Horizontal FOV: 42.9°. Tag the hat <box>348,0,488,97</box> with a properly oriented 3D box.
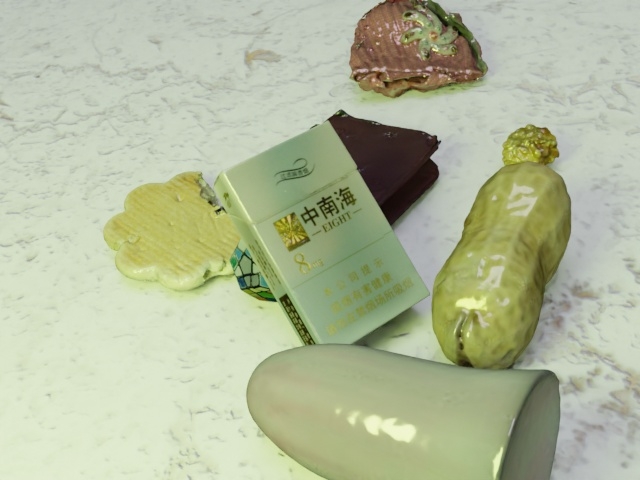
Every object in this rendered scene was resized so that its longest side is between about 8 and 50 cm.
[{"bbox_3d":[0.157,-0.366,1.446,0.236,0.107,0.286,-1,43,-6],"label":"hat"}]

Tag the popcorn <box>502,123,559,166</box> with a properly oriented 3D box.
[{"bbox_3d":[0.301,-0.127,1.167,0.082,0.057,0.083,-12,42,-2],"label":"popcorn"}]

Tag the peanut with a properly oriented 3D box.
[{"bbox_3d":[0.212,0.027,0.946,0.130,0.130,0.290,14,51,26],"label":"peanut"}]

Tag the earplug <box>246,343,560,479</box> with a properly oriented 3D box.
[{"bbox_3d":[0.056,0.173,0.780,0.301,0.172,0.172,11,43,31],"label":"earplug"}]

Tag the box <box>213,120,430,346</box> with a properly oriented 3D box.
[{"bbox_3d":[0.000,0.000,0.951,0.155,0.067,0.243,-30,87,-24],"label":"box"}]

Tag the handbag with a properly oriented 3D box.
[{"bbox_3d":[0.042,-0.097,1.170,0.216,0.074,0.203,18,46,32],"label":"handbag"}]

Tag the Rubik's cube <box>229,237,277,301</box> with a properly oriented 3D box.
[{"bbox_3d":[-0.058,0.026,1.023,0.093,0.111,0.111,-10,32,-42],"label":"Rubik's cube"}]

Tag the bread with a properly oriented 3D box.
[{"bbox_3d":[-0.206,-0.009,1.137,0.181,0.039,0.251,-23,41,-16],"label":"bread"}]
